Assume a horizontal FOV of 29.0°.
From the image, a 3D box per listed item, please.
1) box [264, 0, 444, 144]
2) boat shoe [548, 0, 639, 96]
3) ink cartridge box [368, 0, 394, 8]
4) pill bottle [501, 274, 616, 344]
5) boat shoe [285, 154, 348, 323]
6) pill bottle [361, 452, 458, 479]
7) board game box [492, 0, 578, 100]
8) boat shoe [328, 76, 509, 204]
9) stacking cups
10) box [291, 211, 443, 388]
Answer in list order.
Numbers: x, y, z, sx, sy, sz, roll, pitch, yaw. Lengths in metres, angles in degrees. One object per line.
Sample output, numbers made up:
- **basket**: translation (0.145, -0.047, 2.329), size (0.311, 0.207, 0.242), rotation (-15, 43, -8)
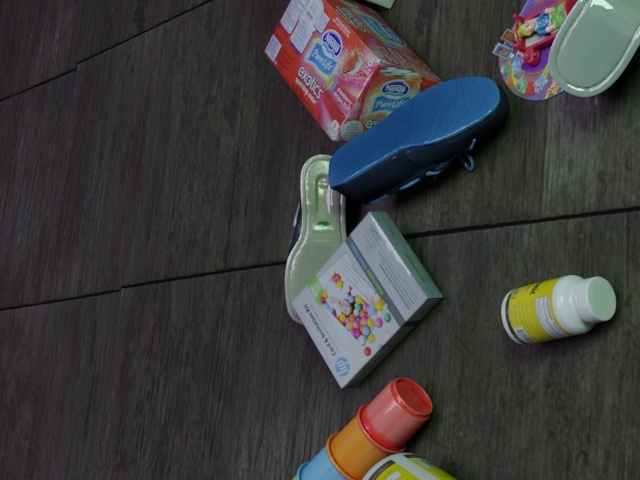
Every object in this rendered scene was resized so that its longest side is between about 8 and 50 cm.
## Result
- **box**: translation (0.042, -0.234, 1.675), size (0.128, 0.122, 0.257), rotation (-60, 39, 22)
- **boat shoe**: translation (0.347, -0.288, 1.303), size (0.114, 0.091, 0.302), rotation (42, 113, 4)
- **ink cartridge box**: translation (0.001, -0.412, 1.722), size (0.154, 0.212, 0.093), rotation (44, 117, 50)
- **pill bottle**: translation (0.256, 0.073, 1.327), size (0.116, 0.065, 0.065), rotation (-18, 64, 49)
- **boat shoe**: translation (0.000, 0.000, 1.709), size (0.079, 0.084, 0.233), rotation (-8, -74, -88)
- **pill bottle**: translation (0.137, 0.323, 1.352), size (0.215, 0.117, 0.117), rotation (25, 98, 54)
- **board game box**: translation (0.262, -0.250, 1.462), size (0.169, 0.033, 0.133), rotation (-62, 37, 18)
- **boat shoe**: translation (0.129, -0.124, 1.546), size (0.258, 0.089, 0.109), rotation (-21, 49, 35)
- **stacking cups**: translation (0.018, 0.294, 1.541), size (0.316, 0.096, 0.096), rotation (-52, 42, 29)
- **box**: translation (0.056, 0.077, 1.589), size (0.186, 0.038, 0.145), rotation (-50, 58, 32)
